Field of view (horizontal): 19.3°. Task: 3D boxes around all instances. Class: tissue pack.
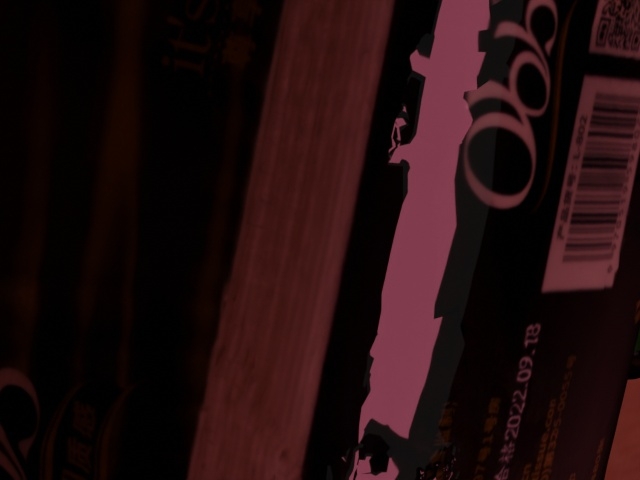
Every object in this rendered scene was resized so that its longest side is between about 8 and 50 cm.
[{"bbox_3d":[0.000,0.000,0.636,0.210,0.198,0.370,4,102,-51],"label":"tissue pack"}]

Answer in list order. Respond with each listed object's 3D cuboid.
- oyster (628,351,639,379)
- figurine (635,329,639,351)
[{"bbox_3d":[0.139,0.072,0.996,0.132,0.029,0.086,-49,139,-31],"label":"oyster"},{"bbox_3d":[0.163,-0.011,0.946,0.115,0.095,0.156,67,30,-69],"label":"figurine"}]
